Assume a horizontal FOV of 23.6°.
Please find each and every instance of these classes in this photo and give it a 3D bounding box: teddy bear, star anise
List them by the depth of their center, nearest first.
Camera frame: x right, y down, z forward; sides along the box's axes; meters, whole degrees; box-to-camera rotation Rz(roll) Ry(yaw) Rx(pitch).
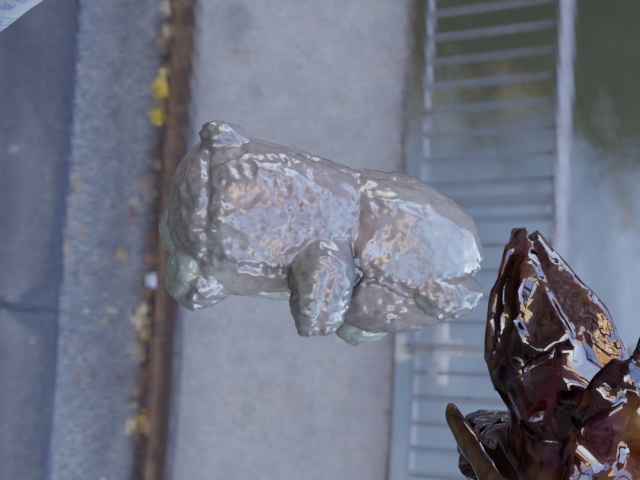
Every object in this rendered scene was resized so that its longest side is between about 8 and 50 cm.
[{"bbox_3d":[0.071,0.103,0.524,0.053,0.157,0.212,5,74,-21],"label":"star anise"},{"bbox_3d":[-0.001,-0.001,1.274,0.267,0.236,0.151,18,115,-18],"label":"teddy bear"}]

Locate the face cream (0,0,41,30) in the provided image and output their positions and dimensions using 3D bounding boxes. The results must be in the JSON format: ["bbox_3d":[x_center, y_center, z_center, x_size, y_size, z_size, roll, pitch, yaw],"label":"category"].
[{"bbox_3d":[-0.145,-0.114,0.624,0.114,0.224,0.070,-10,78,-59],"label":"face cream"}]
